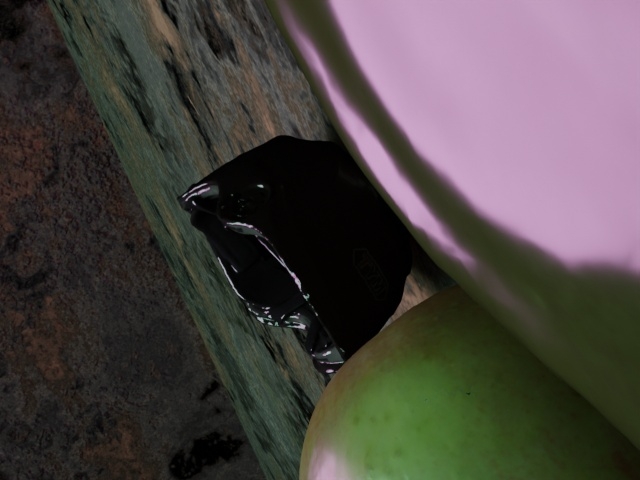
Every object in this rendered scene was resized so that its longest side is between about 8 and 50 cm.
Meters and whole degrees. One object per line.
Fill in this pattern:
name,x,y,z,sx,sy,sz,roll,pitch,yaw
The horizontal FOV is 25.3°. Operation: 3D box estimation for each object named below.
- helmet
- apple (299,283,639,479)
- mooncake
helmet,0.000,0.000,1.480,0.305,0.177,0.225,31,155,51
apple,0.152,0.177,1.007,0.277,0.319,0.319,56,166,30
mooncake,0.145,-0.147,0.468,0.467,0.262,0.467,54,163,25
